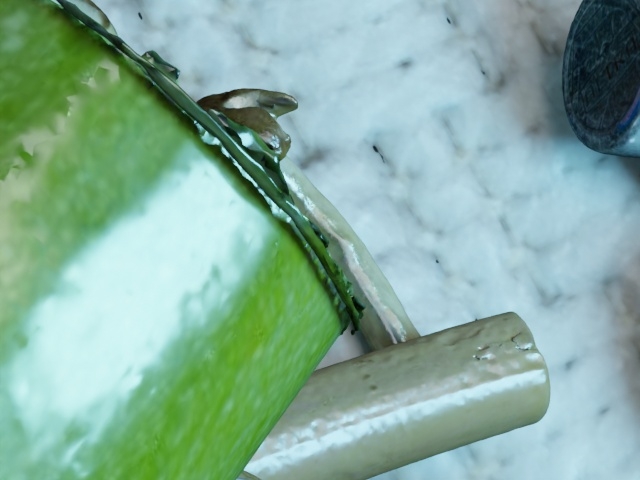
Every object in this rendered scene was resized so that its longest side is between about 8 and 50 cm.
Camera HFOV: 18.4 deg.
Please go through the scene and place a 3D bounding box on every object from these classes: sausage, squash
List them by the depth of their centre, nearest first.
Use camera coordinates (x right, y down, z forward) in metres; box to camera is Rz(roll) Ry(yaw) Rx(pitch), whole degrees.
[{"bbox_3d":[-0.194,0.090,0.702,0.263,0.263,0.384,41,69,-5],"label":"squash"},{"bbox_3d":[-0.028,0.103,0.923,0.301,0.066,0.066,-16,77,-26],"label":"sausage"}]

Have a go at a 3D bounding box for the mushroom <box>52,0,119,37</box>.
[{"bbox_3d":[-0.240,-0.099,0.892,0.285,0.156,0.151,-10,46,-31],"label":"mushroom"}]

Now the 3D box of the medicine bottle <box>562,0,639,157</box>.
[{"bbox_3d":[0.285,-0.084,1.115,0.293,0.141,0.141,6,66,-24],"label":"medicine bottle"}]

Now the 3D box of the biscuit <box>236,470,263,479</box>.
[{"bbox_3d":[-0.059,0.196,0.847,0.181,0.049,0.208,-19,100,-26],"label":"biscuit"}]

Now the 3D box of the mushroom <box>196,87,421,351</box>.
[{"bbox_3d":[0.000,0.000,0.994,0.187,0.061,0.060,50,57,-4],"label":"mushroom"}]
